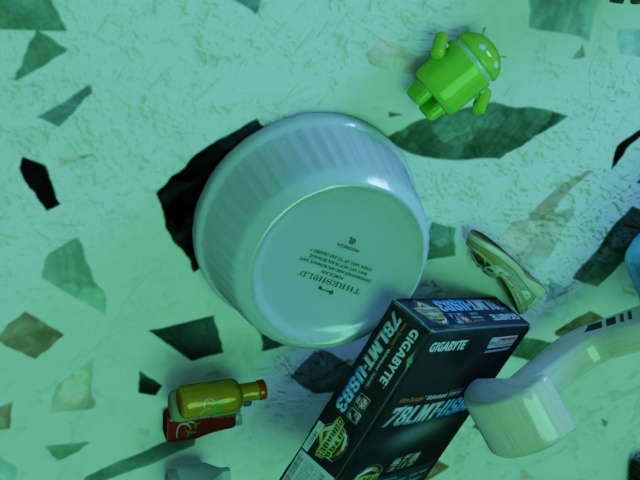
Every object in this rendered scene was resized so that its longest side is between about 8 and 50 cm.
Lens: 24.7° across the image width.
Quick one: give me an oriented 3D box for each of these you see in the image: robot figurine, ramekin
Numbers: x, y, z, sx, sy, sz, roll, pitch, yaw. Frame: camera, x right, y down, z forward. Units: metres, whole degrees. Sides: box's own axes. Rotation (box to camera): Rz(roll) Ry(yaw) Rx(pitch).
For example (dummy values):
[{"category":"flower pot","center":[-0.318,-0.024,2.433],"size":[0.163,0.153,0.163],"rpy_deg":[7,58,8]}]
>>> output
[{"category":"robot figurine","center":[0.154,-0.188,1.653],"size":[0.115,0.067,0.101],"rpy_deg":[-39,113,4]},{"category":"ramekin","center":[0.000,0.000,1.667],"size":[0.273,0.127,0.273],"rpy_deg":[-10,122,-17]}]

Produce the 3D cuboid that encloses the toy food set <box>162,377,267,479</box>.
[{"category":"toy food set","center":[-0.128,0.253,1.774],"size":[0.104,0.111,0.232],"rpy_deg":[-7,118,-17]}]

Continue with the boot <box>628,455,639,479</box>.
[{"category":"boot","center":[0.553,0.361,2.139],"size":[0.208,0.076,0.189],"rpy_deg":[-15,126,-21]}]

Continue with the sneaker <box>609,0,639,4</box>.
[{"category":"sneaker","center":[0.453,-0.377,1.621],"size":[0.343,0.134,0.146],"rpy_deg":[-19,123,-9]}]

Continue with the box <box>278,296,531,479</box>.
[{"category":"box","center":[0.101,0.203,1.778],"size":[0.293,0.073,0.295],"rpy_deg":[-57,155,16]}]

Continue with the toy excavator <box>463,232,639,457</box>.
[{"category":"toy excavator","center":[0.431,0.089,1.801],"size":[0.445,0.433,0.222],"rpy_deg":[-23,104,32]}]

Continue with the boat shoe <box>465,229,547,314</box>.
[{"category":"boat shoe","center":[0.225,0.041,1.825],"size":[0.048,0.056,0.153],"rpy_deg":[-48,131,4]}]
